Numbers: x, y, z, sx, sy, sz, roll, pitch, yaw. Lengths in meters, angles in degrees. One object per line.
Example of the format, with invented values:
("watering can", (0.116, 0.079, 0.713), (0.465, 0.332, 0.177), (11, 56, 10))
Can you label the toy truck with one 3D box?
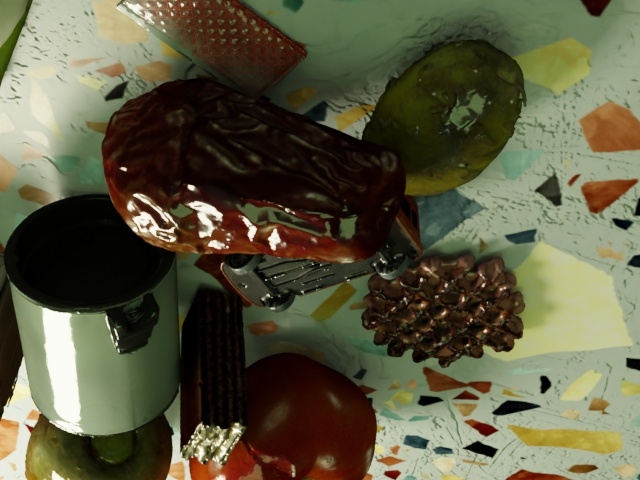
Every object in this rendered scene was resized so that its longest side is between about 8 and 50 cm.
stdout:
("toy truck", (0.000, 0.000, 1.361), (0.252, 0.114, 0.107), (-18, 135, 24))

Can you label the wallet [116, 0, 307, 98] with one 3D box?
("wallet", (-0.120, -0.234, 1.179), (0.196, 0.020, 0.103), (33, 134, -26))

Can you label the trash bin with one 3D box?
("trash bin", (-0.301, 0.102, 1.426), (0.217, 0.277, 0.262), (-19, 138, -24))

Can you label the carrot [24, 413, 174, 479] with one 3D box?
("carrot", (-0.363, 0.346, 1.681), (0.224, 0.224, 0.340), (21, 154, -16))

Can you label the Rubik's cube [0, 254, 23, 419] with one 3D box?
("Rubik's cube", (-0.572, 0.155, 1.539), (0.231, 0.221, 0.225), (10, 139, -3))

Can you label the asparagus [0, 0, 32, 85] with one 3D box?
("asparagus", (-0.369, -0.234, 1.187), (0.060, 0.067, 0.278), (-12, 156, -41))

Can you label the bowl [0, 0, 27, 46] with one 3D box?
("bowl", (-0.386, -0.295, 1.022), (0.277, 0.145, 0.277), (16, 126, 23))

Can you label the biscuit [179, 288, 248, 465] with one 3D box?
("biscuit", (-0.155, 0.195, 1.501), (0.070, 0.252, 0.106), (11, 136, -19))

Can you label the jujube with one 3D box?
("jujube", (-0.074, -0.069, 1.190), (0.342, 0.216, 0.216), (10, 141, 20))

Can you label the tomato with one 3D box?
("tomato", (-0.063, 0.305, 1.628), (0.298, 0.226, 0.299), (-20, 140, -17))

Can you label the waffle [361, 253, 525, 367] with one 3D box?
("waffle", (0.172, 0.100, 1.498), (0.234, 0.055, 0.221), (-10, 135, 12))

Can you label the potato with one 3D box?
("potato", (0.133, -0.128, 1.192), (0.149, 0.113, 0.251), (30, 135, -15))
